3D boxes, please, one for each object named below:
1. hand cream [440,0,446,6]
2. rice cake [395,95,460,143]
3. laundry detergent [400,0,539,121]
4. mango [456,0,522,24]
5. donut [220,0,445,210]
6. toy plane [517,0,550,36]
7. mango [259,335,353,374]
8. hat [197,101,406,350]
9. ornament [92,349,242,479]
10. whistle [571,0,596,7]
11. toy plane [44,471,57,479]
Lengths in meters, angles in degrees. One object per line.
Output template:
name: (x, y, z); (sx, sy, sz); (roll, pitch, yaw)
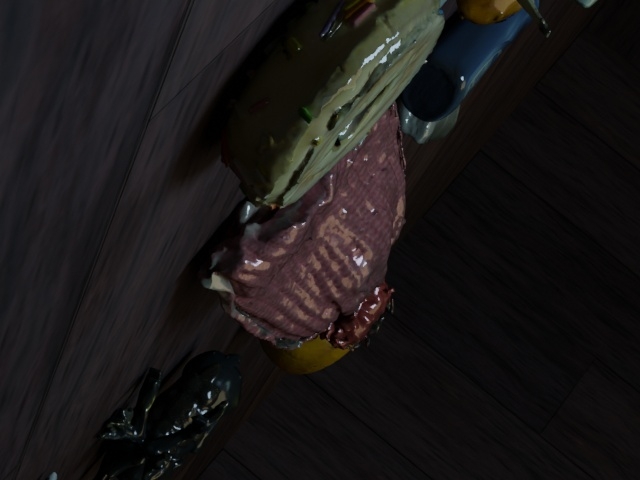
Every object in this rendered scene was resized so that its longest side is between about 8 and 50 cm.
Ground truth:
hand cream: (0.083, -0.189, 1.118); (0.109, 0.067, 0.320); (-25, 160, -48)
rice cake: (0.115, -0.134, 1.842); (0.256, 0.052, 0.057); (-25, 120, -80)
laundry detergent: (0.158, -0.202, 1.701); (0.206, 0.061, 0.096); (-48, 172, -36)
mango: (0.163, -0.235, 1.481); (0.127, 0.063, 0.077); (-49, 168, -19)
donut: (0.003, -0.095, 1.032); (0.174, 0.068, 0.174); (-48, 175, -5)
toy plane: (0.156, -0.235, 1.267); (0.242, 0.104, 0.256); (-34, 164, -17)
mango: (-0.001, 0.078, 2.088); (0.176, 0.119, 0.317); (-54, -176, 2)
hat: (0.000, 0.000, 1.453); (0.236, 0.107, 0.286); (-49, 151, -15)
ornament: (-0.132, 0.160, 1.637); (0.202, 0.080, 0.236); (-45, 174, -20)
whistle: (0.375, -0.390, 2.059); (0.253, 0.106, 0.102); (-56, -167, 3)
toy plane: (-0.273, 0.304, 1.422); (0.234, 0.082, 0.160); (-49, -159, -15)
